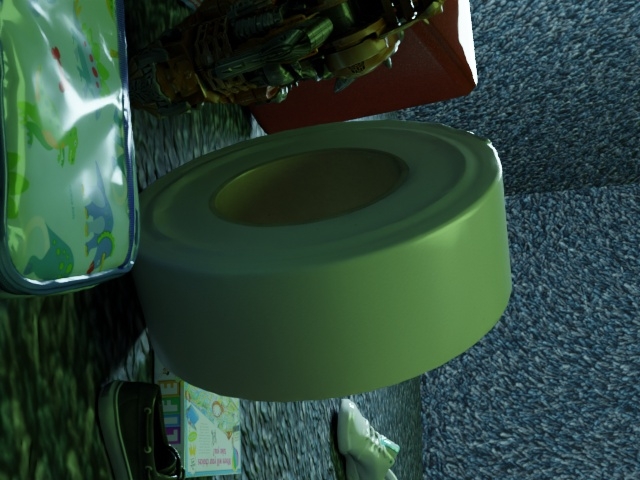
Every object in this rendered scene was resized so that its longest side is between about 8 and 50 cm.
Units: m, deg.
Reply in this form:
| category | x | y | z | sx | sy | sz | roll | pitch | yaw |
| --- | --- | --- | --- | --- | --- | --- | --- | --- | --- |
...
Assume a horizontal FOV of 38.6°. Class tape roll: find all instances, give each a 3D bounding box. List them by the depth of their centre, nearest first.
| category | x | y | z | sx | sy | sz | roll | pitch | yaw |
| --- | --- | --- | --- | --- | --- | --- | --- | --- | --- |
| tape roll | 0.000 | 0.000 | 0.691 | 0.286 | 0.286 | 0.100 | -73 | 155 | -64 |

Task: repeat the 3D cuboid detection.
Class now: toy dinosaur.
| category | x | y | z | sx | sy | sz | roll | pitch | yaw |
| --- | --- | --- | --- | --- | --- | --- | --- | --- | --- |
| toy dinosaur | 0.010 | -0.172 | 0.721 | 0.218 | 0.322 | 0.164 | -81 | 171 | -67 |

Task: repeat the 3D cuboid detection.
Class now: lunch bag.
| category | x | y | z | sx | sy | sz | roll | pitch | yaw |
| --- | --- | --- | --- | --- | --- | --- | --- | --- | --- |
| lunch bag | -0.153 | -0.081 | 0.451 | 0.176 | 0.090 | 0.219 | 14 | 72 | -82 |

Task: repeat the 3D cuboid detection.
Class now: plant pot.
| category | x | y | z | sx | sy | sz | roll | pitch | yaw |
| --- | --- | --- | --- | --- | --- | --- | --- | --- | --- |
| plant pot | 0.002 | -0.300 | 1.003 | 0.236 | 0.267 | 0.267 | 33 | 51 | -61 |

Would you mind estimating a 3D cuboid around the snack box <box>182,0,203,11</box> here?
| category | x | y | z | sx | sy | sz | roll | pitch | yaw |
| --- | --- | --- | --- | --- | --- | --- | --- | --- | --- |
| snack box | -0.134 | -0.317 | 0.736 | 0.322 | 0.060 | 0.187 | 1 | 83 | -80 |

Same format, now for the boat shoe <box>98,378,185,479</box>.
| category | x | y | z | sx | sy | sz | roll | pitch | yaw |
| --- | --- | --- | --- | --- | --- | --- | --- | --- | --- |
| boat shoe | -0.118 | 0.160 | 0.640 | 0.049 | 0.040 | 0.142 | -76 | 158 | -61 |

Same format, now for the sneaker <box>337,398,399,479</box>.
| category | x | y | z | sx | sy | sz | roll | pitch | yaw |
| --- | --- | --- | --- | --- | --- | --- | --- | --- | --- |
| sneaker | 0.080 | 0.334 | 1.493 | 0.080 | 0.094 | 0.212 | -81 | 162 | -49 |

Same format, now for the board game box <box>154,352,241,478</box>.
| category | x | y | z | sx | sy | sz | roll | pitch | yaw |
| --- | --- | --- | --- | --- | --- | --- | --- | --- | --- |
| board game box | -0.102 | 0.148 | 0.776 | 0.154 | 0.026 | 0.103 | 50 | 36 | -73 |
